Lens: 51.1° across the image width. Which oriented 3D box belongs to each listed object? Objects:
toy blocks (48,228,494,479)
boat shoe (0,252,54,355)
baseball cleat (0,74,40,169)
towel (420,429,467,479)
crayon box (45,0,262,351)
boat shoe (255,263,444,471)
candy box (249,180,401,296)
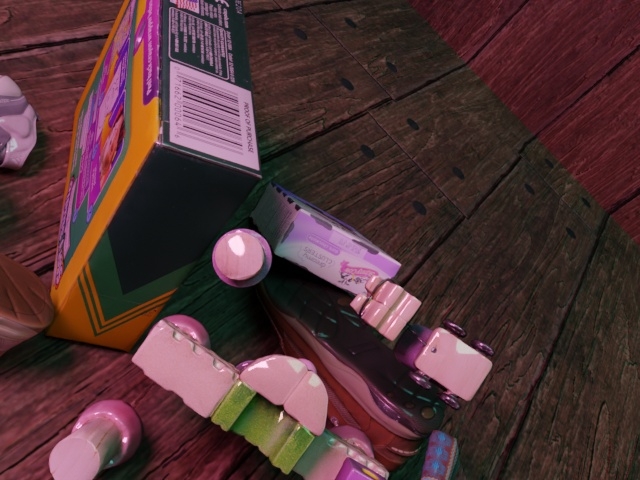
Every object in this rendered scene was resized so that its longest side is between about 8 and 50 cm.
[{"bbox_3d":[-0.048,0.156,0.687,0.289,0.309,0.260,35,-5,0],"label":"toy blocks"},{"bbox_3d":[-0.373,0.020,0.553,0.302,0.098,0.109,41,18,-44],"label":"boat shoe"},{"bbox_3d":[-0.395,-0.108,0.749,0.109,0.072,0.206,54,45,-22],"label":"baseball cleat"},{"bbox_3d":[0.106,0.402,0.599,0.370,0.040,0.271,-67,147,-42],"label":"towel"},{"bbox_3d":[-0.193,-0.113,0.742,0.106,0.313,0.363,16,46,-29],"label":"crayon box"},{"bbox_3d":[0.009,0.154,0.843,0.123,0.120,0.324,0,33,-41],"label":"boat shoe"},{"bbox_3d":[0.000,0.000,0.947,0.165,0.070,0.196,29,6,-21],"label":"candy box"}]
